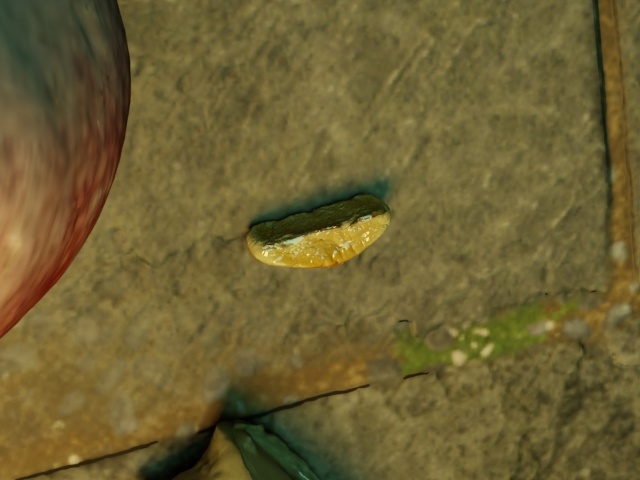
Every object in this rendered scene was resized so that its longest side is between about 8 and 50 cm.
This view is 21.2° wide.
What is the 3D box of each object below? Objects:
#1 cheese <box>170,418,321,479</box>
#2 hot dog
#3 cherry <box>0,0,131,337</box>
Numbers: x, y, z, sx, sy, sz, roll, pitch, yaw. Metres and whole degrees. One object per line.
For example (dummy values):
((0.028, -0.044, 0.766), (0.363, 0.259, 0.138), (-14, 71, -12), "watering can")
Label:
((-0.068, 0.226, 1.058), (0.202, 0.091, 0.175), (-40, 114, -2), "cheese")
((0.000, 0.000, 1.035), (0.090, 0.030, 0.034), (-17, 121, -13), "hot dog")
((-0.244, -0.085, 0.771), (0.291, 0.335, 0.326), (-38, 99, 19), "cherry")
